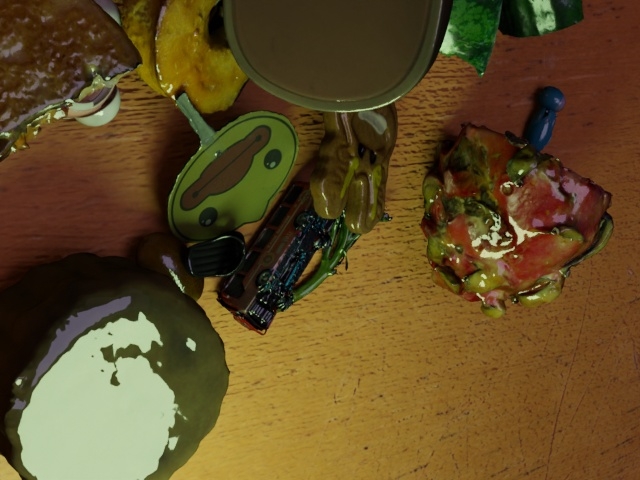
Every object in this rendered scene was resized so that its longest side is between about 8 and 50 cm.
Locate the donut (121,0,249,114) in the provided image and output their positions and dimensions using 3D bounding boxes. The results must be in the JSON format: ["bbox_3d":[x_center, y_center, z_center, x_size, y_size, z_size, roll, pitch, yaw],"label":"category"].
[{"bbox_3d":[-0.151,-0.290,1.633,0.253,0.118,0.253,-34,131,-52],"label":"donut"}]

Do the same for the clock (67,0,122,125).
[{"bbox_3d":[-0.320,-0.226,1.568,0.162,0.093,0.165,-5,100,-48],"label":"clock"}]

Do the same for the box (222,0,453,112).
[{"bbox_3d":[0.040,-0.323,1.586,0.216,0.301,0.301,-46,137,-66],"label":"box"}]

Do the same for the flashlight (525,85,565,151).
[{"bbox_3d":[0.385,-0.205,2.190,0.051,0.051,0.129,19,97,-42],"label":"flashlight"}]

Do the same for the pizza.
[{"bbox_3d":[-0.404,-0.199,1.410,0.409,0.114,0.277,-1,91,-14],"label":"pizza"}]

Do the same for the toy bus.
[{"bbox_3d":[-0.059,0.022,1.846,0.235,0.096,0.073,-56,131,-14],"label":"toy bus"}]

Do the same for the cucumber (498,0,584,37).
[{"bbox_3d":[0.343,-0.410,2.008,0.191,0.191,0.130,-40,122,-25],"label":"cucumber"}]

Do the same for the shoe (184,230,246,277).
[{"bbox_3d":[-0.133,0.021,1.763,0.159,0.053,0.062,-15,96,-63],"label":"shoe"}]

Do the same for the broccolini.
[{"bbox_3d":[-0.005,0.007,1.922,0.271,0.062,0.123,-44,117,-18],"label":"broccolini"}]

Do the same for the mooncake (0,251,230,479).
[{"bbox_3d":[-0.292,0.173,1.629,0.324,0.187,0.324,-14,116,-32],"label":"mooncake"}]

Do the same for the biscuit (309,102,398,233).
[{"bbox_3d":[0.060,-0.161,1.873,0.186,0.044,0.295,23,71,-56],"label":"biscuit"}]

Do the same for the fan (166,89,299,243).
[{"bbox_3d":[-0.133,-0.104,1.726,0.229,0.011,0.335,-44,148,-7],"label":"fan"}]

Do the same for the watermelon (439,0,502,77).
[{"bbox_3d":[0.114,-0.427,1.749,0.222,0.292,0.319,-4,128,-9],"label":"watermelon"}]

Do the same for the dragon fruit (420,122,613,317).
[{"bbox_3d":[0.302,-0.007,2.018,0.314,0.296,0.262,27,88,-33],"label":"dragon fruit"}]

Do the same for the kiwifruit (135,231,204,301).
[{"bbox_3d":[-0.207,0.040,1.745,0.075,0.075,0.124,-49,125,-19],"label":"kiwifruit"}]
